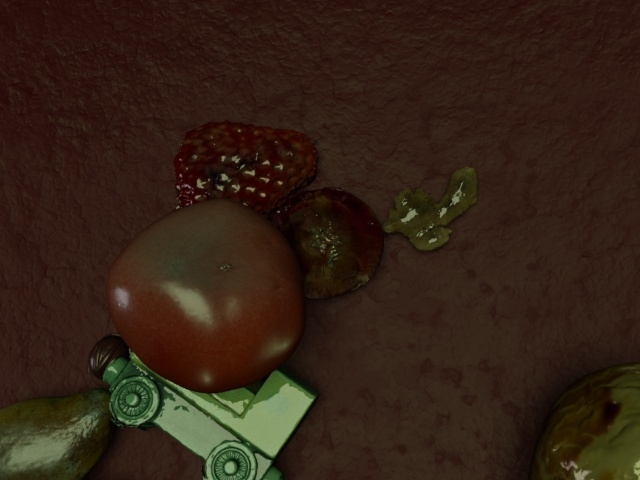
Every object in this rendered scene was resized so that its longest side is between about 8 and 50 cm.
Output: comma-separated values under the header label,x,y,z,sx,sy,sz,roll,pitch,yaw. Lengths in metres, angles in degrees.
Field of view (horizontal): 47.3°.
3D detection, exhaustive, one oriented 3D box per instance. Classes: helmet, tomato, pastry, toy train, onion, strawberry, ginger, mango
label,x,y,z,sx,sy,sz,roll,pitch,yaw
helmet,-0.420,0.236,1.434,0.089,0.057,0.111,19,83,6
tomato,-0.179,0.079,1.232,0.342,0.272,0.341,2,62,-4
pastry,0.499,0.378,1.169,0.313,0.388,0.388,9,81,17
toy train,-0.202,0.297,1.359,0.397,0.160,0.253,33,77,11
onion,0.000,0.000,1.381,0.230,0.163,0.229,-2,81,14
strawberry,-0.159,-0.121,1.424,0.281,0.150,0.253,8,80,9
ginger,0.217,-0.071,1.423,0.133,0.059,0.214,36,87,6
mango,-0.524,0.387,1.378,0.317,0.146,0.192,-27,84,-4
